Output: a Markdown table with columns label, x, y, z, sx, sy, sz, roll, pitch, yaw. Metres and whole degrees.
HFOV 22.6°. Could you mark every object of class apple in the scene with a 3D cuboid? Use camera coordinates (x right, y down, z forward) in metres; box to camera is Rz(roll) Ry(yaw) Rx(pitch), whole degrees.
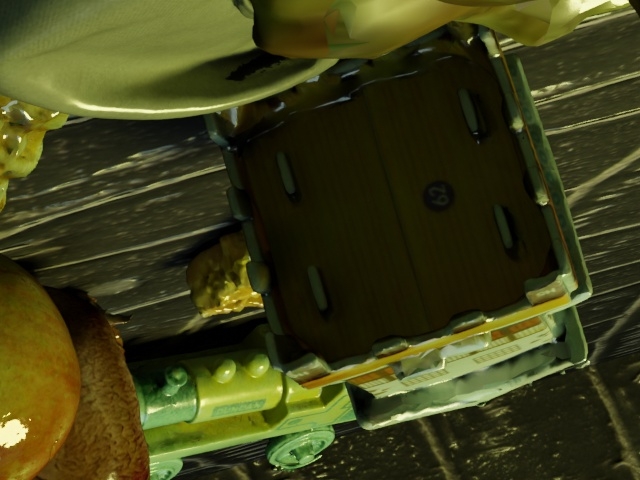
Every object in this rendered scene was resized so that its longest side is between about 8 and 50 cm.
| label | x | y | z | sx | sy | sz | roll | pitch | yaw |
| --- | --- | --- | --- | --- | --- | --- | --- | --- | --- |
| apple | -0.272 | 0.089 | 1.094 | 0.196 | 0.196 | 0.196 | -16 | 167 | -4 |

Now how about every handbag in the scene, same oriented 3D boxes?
| label | x | y | z | sx | sy | sz | roll | pitch | yaw |
| --- | --- | --- | --- | --- | --- | --- | --- | --- | --- |
| handbag | -0.018 | -0.136 | 0.655 | 0.316 | 0.109 | 0.253 | -31 | 168 | 29 |

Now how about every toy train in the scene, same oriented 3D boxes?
| label | x | y | z | sx | sy | sz | roll | pitch | yaw |
| --- | --- | --- | --- | --- | --- | --- | --- | --- | --- |
| toy train | -0.099 | 0.166 | 1.726 | 0.369 | 0.150 | 0.237 | -8 | 156 | -32 |

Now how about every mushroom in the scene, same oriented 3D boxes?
| label | x | y | z | sx | sy | sz | roll | pitch | yaw |
| --- | --- | --- | --- | --- | --- | --- | --- | --- | --- |
| mushroom | -0.233 | 0.160 | 1.299 | 0.163 | 0.278 | 0.297 | 4 | 142 | -19 |

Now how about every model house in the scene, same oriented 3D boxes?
| label | x | y | z | sx | sy | sz | roll | pitch | yaw |
| --- | --- | --- | --- | --- | --- | --- | --- | --- | --- |
| model house | 0.058 | -0.010 | 1.016 | 0.198 | 0.224 | 0.215 | -20 | 166 | 10 |

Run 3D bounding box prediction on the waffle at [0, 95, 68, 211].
| label | x | y | z | sx | sy | sz | roll | pitch | yaw |
| --- | --- | --- | --- | --- | --- | --- | --- | --- | --- |
| waffle | -0.213 | -0.056 | 0.790 | 0.204 | 0.054 | 0.223 | -11 | 153 | -36 |

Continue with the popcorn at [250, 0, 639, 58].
| label | x | y | z | sx | sy | sz | roll | pitch | yaw |
| --- | --- | --- | --- | --- | --- | --- | --- | --- | --- |
| popcorn | 0.050 | -0.166 | 0.339 | 0.293 | 0.237 | 0.293 | -8 | 164 | -2 |

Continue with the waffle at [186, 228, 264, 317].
| label | x | y | z | sx | sy | sz | roll | pitch | yaw |
| --- | --- | --- | --- | --- | --- | --- | --- | --- | --- |
| waffle | 0.000 | 0.000 | 1.341 | 0.160 | 0.055 | 0.211 | -9 | 165 | -34 |
